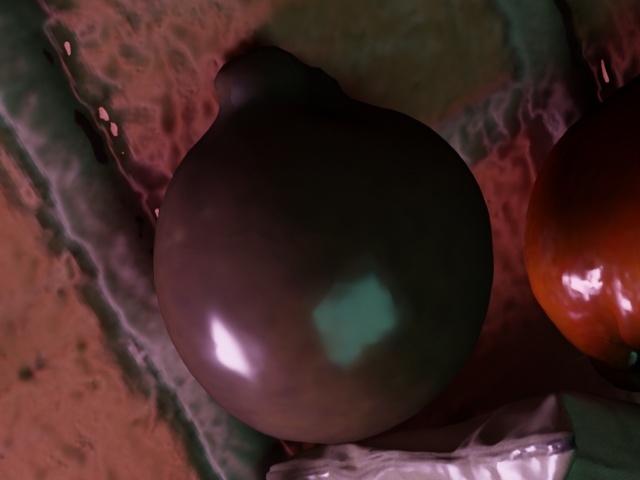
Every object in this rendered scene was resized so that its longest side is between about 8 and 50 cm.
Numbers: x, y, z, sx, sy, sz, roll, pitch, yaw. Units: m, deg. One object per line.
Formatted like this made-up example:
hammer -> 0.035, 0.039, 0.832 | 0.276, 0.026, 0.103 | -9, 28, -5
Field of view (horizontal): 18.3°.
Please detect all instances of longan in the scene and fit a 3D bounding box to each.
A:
longan -> 0.000, 0.000, 1.011 | 0.185, 0.159, 0.204 | -25, 96, -39

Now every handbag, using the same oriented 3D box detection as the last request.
handbag -> 0.156, 0.153, 1.185 | 0.316, 0.253, 0.109 | 14, 71, -40

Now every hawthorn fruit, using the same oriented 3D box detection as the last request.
hawthorn fruit -> 0.246, -0.028, 1.126 | 0.224, 0.224, 0.261 | 38, 75, -45
